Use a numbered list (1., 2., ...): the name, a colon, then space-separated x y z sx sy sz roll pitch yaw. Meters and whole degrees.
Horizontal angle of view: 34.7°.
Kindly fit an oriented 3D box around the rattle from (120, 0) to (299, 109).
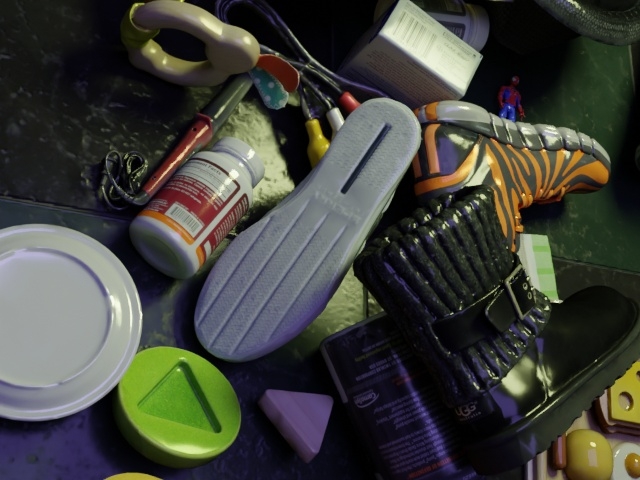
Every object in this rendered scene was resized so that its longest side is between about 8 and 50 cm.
1. rattle: -0.109 -0.237 1.134 0.200 0.130 0.142 8 45 6

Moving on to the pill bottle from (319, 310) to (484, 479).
1. pill bottle: 0.103 0.196 1.098 0.130 0.130 0.245 -19 82 -31

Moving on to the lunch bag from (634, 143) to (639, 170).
1. lunch bag: 0.590 -0.184 1.452 0.256 0.212 0.305 21 62 -1

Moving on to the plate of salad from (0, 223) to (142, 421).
1. plate of salad: -0.274 0.079 0.989 0.200 0.048 0.199 6 66 -13

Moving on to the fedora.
1. fedora: 0.300 -0.359 1.376 0.334 0.152 0.334 18 52 -25

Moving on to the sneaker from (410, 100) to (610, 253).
1. sneaker: 0.233 -0.049 1.254 0.321 0.124 0.180 8 72 -31

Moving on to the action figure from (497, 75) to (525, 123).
1. action figure: 0.251 -0.172 1.368 0.038 0.030 0.115 22 62 -14

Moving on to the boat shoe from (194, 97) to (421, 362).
1. boat shoe: 0.000 0.000 1.112 0.121 0.119 0.335 40 84 14

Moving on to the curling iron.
1. curling iron: -0.145 -0.130 1.142 0.068 0.035 0.274 47 58 -5

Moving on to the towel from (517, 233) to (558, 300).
1. towel: 0.232 0.045 1.286 0.152 0.023 0.113 3 73 -29

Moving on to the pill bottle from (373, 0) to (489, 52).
1. pill bottle: 0.144 -0.279 1.320 0.137 0.078 0.078 1 72 -27

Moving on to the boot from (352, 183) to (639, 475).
1. boot: 0.205 0.055 1.082 0.348 0.131 0.260 -29 89 -49

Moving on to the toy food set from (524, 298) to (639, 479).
1. toy food set: 0.362 0.238 1.239 0.220 0.092 0.306 13 67 -23

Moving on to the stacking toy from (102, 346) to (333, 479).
1. stacking toy: -0.107 0.266 1.009 0.309 0.130 0.279 19 38 -23

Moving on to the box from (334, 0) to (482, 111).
1. box: 0.101 -0.206 1.236 0.126 0.137 0.072 34 61 -13

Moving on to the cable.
1. cable: -0.001 -0.182 1.184 0.139 0.072 0.287 -36 106 -5

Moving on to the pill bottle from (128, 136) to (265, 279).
1. pill bottle: -0.127 -0.038 1.089 0.086 0.086 0.152 43 58 -8
